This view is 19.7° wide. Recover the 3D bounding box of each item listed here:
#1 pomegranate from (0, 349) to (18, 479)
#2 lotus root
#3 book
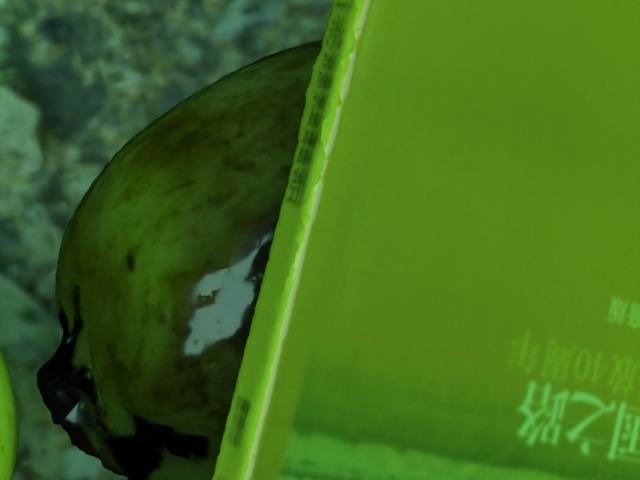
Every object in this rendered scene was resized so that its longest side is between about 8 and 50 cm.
[{"bbox_3d":[-0.190,0.055,0.585,0.191,0.191,0.191,0,89,-1],"label":"pomegranate"},{"bbox_3d":[0.000,0.000,0.622,0.138,0.138,0.214,44,78,0],"label":"lotus root"},{"bbox_3d":[0.098,0.010,0.597,0.262,0.028,0.374,15,89,-36],"label":"book"}]
